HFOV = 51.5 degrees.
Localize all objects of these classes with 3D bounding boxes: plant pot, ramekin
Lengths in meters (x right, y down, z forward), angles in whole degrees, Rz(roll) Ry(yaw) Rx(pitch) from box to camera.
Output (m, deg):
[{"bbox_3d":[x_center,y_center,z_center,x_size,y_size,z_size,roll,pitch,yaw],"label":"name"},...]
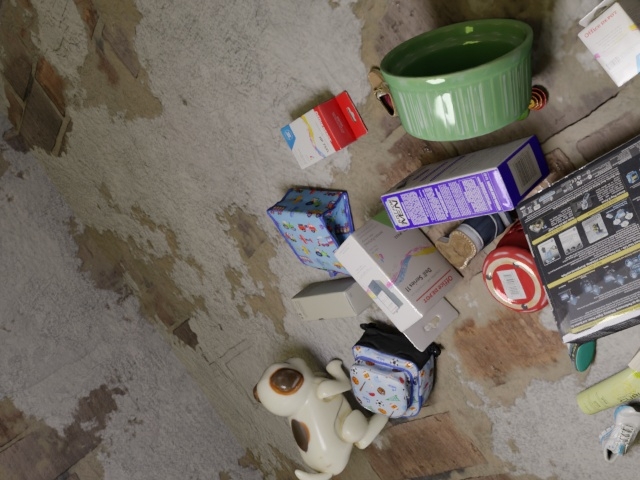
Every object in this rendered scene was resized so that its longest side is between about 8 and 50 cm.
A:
[{"bbox_3d":[0.484,0.059,1.522,0.191,0.174,0.191,24,131,31],"label":"plant pot"},{"bbox_3d":[0.285,-0.327,1.357,0.303,0.303,0.148,12,133,41],"label":"ramekin"}]

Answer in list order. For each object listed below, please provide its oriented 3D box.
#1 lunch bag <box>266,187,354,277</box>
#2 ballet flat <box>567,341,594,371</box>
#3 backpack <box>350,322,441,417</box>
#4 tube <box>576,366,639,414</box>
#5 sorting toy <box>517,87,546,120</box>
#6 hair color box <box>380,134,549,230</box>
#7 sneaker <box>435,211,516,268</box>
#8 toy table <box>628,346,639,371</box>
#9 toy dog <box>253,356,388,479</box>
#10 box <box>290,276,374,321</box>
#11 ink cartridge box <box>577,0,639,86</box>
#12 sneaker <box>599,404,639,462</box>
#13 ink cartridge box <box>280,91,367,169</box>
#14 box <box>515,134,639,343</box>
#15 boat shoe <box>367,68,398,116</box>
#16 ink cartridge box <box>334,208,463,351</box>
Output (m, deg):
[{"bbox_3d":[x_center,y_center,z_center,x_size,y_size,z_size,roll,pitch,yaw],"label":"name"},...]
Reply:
[{"bbox_3d":[0.000,0.000,2.031,0.221,0.138,0.293,9,132,40],"label":"lunch bag"},{"bbox_3d":[0.623,0.229,1.596,0.070,0.070,0.188,20,128,36],"label":"ballet flat"},{"bbox_3d":[0.224,0.422,2.037,0.276,0.213,0.263,16,138,35],"label":"backpack"},{"bbox_3d":[0.719,0.348,1.577,0.070,0.062,0.240,16,142,-24],"label":"tube"},{"bbox_3d":[0.433,-0.292,1.423,0.061,0.042,0.102,56,142,-1],"label":"sorting toy"},{"bbox_3d":[0.328,-0.126,1.537,0.339,0.185,0.110,-9,111,49],"label":"hair color box"},{"bbox_3d":[0.383,-0.022,1.641,0.099,0.153,0.282,46,171,6],"label":"sneaker"},{"bbox_3d":[0.718,0.144,1.348,0.274,0.161,0.252,27,134,30],"label":"toy table"},{"bbox_3d":[-0.045,0.586,2.288,0.408,0.395,0.284,47,151,-4],"label":"toy dog"},{"bbox_3d":[0.038,0.188,2.125,0.275,0.113,0.094,-12,108,51],"label":"box"},{"bbox_3d":[0.551,-0.372,1.205,0.143,0.090,0.092,54,141,3],"label":"ink cartridge box"},{"bbox_3d":[0.739,0.477,1.615,0.071,0.083,0.191,15,132,12],"label":"sneaker"},{"bbox_3d":[0.007,-0.301,1.830,0.231,0.078,0.134,-22,100,50],"label":"ink cartridge box"},{"bbox_3d":[0.595,-0.014,1.261,0.395,0.097,0.318,-35,57,42],"label":"box"},{"bbox_3d":[0.159,-0.367,1.651,0.135,0.045,0.050,53,141,3],"label":"boat shoe"},{"bbox_3d":[0.233,0.096,1.777,0.353,0.207,0.119,49,142,7],"label":"ink cartridge box"}]
